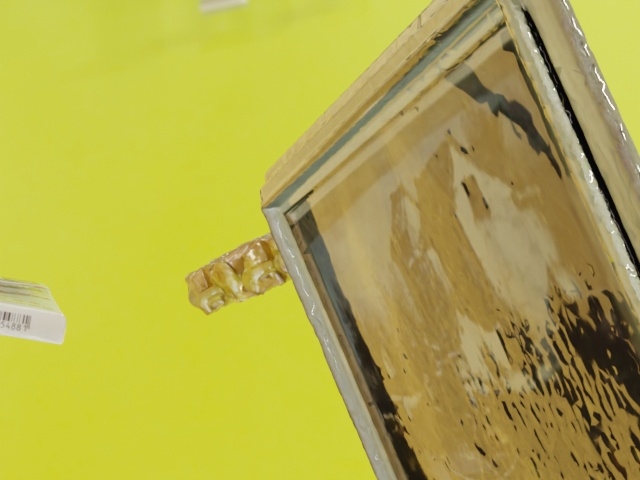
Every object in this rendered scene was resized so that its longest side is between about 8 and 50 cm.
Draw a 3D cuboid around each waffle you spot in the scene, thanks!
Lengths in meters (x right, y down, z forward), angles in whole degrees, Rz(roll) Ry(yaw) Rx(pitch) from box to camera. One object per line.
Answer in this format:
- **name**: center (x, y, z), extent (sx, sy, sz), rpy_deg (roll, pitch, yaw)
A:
- **waffle**: center (-0.001, 0.000, 1.276), extent (0.191, 0.191, 0.038), rpy_deg (-25, 92, -82)

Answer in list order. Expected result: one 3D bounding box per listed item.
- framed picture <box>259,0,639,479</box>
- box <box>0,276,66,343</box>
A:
- **framed picture**: center (0.053, 0.054, 0.590), extent (0.232, 0.019, 0.296), rpy_deg (66, -17, 5)
- **box**: center (-0.286, 0.053, 1.635), extent (0.220, 0.122, 0.032), rpy_deg (-160, -101, -76)
